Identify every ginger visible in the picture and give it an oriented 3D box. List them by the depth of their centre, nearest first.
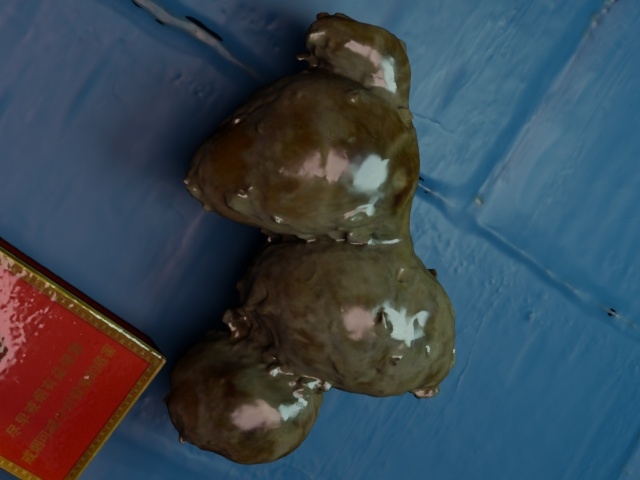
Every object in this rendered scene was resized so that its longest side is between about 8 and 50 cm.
[{"bbox_3d":[0.000,0.000,0.988,0.256,0.176,0.375,0,101,-17],"label":"ginger"}]

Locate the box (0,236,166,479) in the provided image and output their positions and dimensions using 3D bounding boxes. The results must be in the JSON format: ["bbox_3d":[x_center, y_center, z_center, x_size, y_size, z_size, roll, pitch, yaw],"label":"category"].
[{"bbox_3d":[-0.266,0.087,0.959,0.240,0.074,0.153,38,91,-26],"label":"box"}]
